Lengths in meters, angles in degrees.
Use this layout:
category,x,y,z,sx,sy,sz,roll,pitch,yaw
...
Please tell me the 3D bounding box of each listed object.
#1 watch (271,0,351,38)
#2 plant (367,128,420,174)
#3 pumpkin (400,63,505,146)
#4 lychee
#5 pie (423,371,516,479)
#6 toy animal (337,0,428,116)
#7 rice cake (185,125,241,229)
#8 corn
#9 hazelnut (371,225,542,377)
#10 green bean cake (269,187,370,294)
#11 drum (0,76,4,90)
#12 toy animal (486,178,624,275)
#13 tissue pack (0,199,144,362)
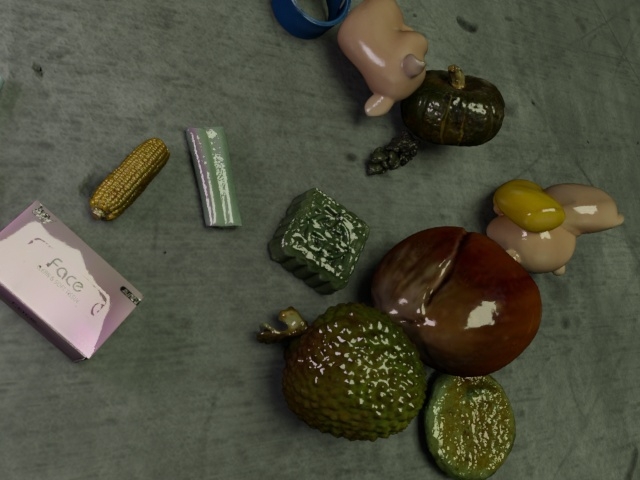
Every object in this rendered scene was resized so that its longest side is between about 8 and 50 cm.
category,x,y,z,sx,sy,sz,roll,pitch,yaw
watch,-0.024,-0.588,1.570,0.196,0.171,0.200,16,79,-17
plant,0.182,-0.213,1.644,0.174,0.087,0.085,-33,121,-31
pumpkin,0.327,-0.345,1.668,0.260,0.260,0.189,-18,124,-36
lychee,0.050,0.253,1.312,0.270,0.320,0.270,-13,110,-39
pie,0.347,0.432,1.578,0.277,0.078,0.277,7,76,-27
toy animal,0.154,-0.453,1.608,0.256,0.195,0.213,51,42,11
rice cake,-0.218,-0.129,1.373,0.080,0.042,0.221,-7,82,-36
corn,-0.357,-0.116,1.260,0.068,0.068,0.207,44,59,-16
hazelnut,0.289,0.140,1.467,0.372,0.372,0.315,-6,117,-35
green bean cake,0.000,0.000,1.456,0.185,0.094,0.183,36,61,-15
drum,-0.620,-0.180,1.113,0.130,0.049,0.253,15,69,-30
toy animal,0.593,-0.032,1.795,0.345,0.277,0.247,-7,110,-24
tissue pack,-0.446,0.075,1.132,0.246,0.092,0.148,46,58,-15
